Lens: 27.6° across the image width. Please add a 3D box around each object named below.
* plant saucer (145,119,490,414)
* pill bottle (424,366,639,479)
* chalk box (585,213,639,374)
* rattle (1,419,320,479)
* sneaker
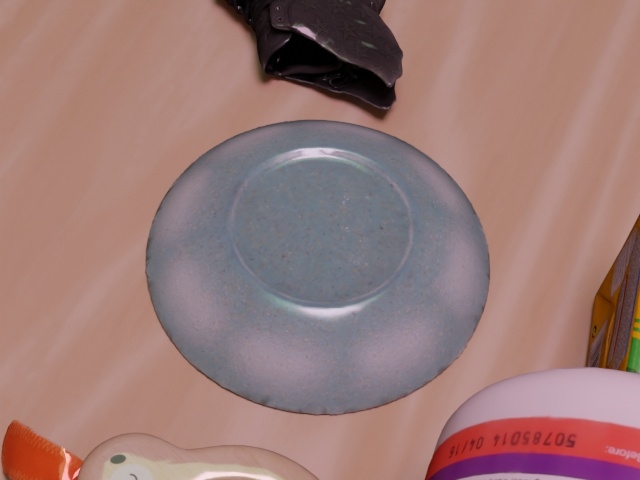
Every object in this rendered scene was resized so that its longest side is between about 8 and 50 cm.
[{"bbox_3d":[0.000,0.000,0.719,0.195,0.037,0.195,2,57,-3],"label":"plant saucer"},{"bbox_3d":[0.093,0.223,0.498,0.181,0.181,0.323,18,59,8],"label":"pill bottle"},{"bbox_3d":[0.243,0.074,0.630,0.213,0.132,0.132,13,58,5],"label":"chalk box"},{"bbox_3d":[-0.073,0.124,0.580,0.200,0.143,0.130,33,80,10],"label":"rattle"},{"bbox_3d":[-0.024,-0.141,0.796,0.170,0.051,0.089,19,54,5],"label":"sneaker"}]
